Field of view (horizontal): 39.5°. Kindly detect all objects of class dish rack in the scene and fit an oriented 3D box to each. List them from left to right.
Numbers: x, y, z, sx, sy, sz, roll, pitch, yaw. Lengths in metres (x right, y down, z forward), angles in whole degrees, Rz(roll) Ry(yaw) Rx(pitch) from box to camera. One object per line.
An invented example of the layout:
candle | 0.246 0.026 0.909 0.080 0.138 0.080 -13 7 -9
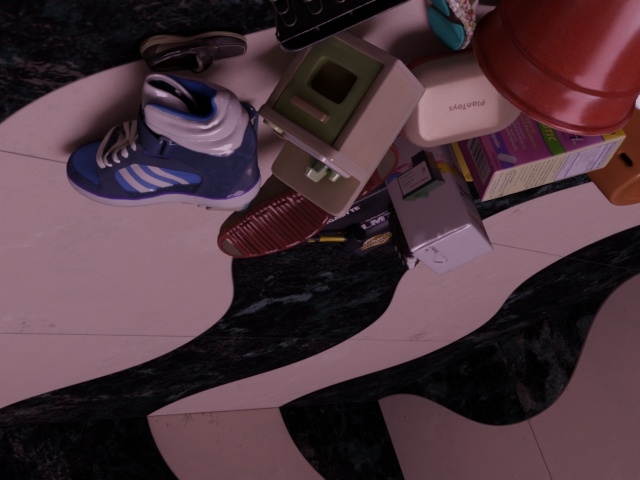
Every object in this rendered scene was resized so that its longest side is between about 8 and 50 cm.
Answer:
dish rack | -0.001 -0.357 1.095 0.208 0.074 0.271 -23 158 10

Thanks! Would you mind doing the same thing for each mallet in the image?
mallet | 0.000 0.000 1.850 0.189 0.039 0.062 -3 157 -19

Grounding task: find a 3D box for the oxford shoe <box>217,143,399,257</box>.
oxford shoe | -0.034 -0.094 1.542 0.348 0.130 0.123 -31 140 6

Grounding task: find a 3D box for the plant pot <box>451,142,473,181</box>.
plant pot | 0.298 -0.174 1.757 0.134 0.095 0.134 -17 159 -7

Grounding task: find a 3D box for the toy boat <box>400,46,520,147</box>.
toy boat | 0.218 -0.252 1.441 0.231 0.151 0.151 -13 128 -10

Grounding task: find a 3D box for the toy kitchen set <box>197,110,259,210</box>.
toy kitchen set | -0.169 -0.140 1.508 0.122 0.166 0.207 0 -171 -38

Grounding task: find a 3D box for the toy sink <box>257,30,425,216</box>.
toy sink | 0.014 -0.177 1.298 0.234 0.153 0.131 -56 153 4

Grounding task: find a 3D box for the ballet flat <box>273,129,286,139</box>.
ballet flat | 0.034 -0.214 1.476 0.232 0.080 0.073 -18 173 2

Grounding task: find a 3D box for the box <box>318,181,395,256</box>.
box | 0.145 -0.080 1.900 0.295 0.073 0.293 -26 159 17

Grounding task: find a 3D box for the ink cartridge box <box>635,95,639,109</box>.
ink cartridge box | 0.536 -0.373 1.428 0.239 0.060 0.275 34 130 -16

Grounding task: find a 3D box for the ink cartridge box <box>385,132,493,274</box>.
ink cartridge box | 0.194 -0.100 1.601 0.117 0.278 0.201 -24 158 15

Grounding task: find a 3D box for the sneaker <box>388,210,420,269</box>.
sneaker | 0.237 -0.030 1.889 0.162 0.106 0.281 -26 169 -2

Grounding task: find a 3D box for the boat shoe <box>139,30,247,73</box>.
boat shoe | -0.172 -0.256 1.234 0.152 0.049 0.056 -10 158 -20

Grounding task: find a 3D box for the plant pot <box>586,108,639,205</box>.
plant pot | 0.646 -0.204 1.824 0.291 0.203 0.291 -16 159 -6

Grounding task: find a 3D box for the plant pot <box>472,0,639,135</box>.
plant pot | 0.395 -0.335 1.250 0.272 0.272 0.265 -8 148 -26

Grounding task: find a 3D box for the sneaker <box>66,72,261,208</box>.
sneaker | -0.248 -0.161 1.285 0.322 0.130 0.236 6 144 14

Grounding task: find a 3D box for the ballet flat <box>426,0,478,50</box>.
ballet flat | 0.192 -0.350 1.271 0.077 0.091 0.241 -47 161 0

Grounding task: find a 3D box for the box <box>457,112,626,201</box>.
box | 0.364 -0.213 1.552 0.243 0.213 0.117 -15 159 -8
